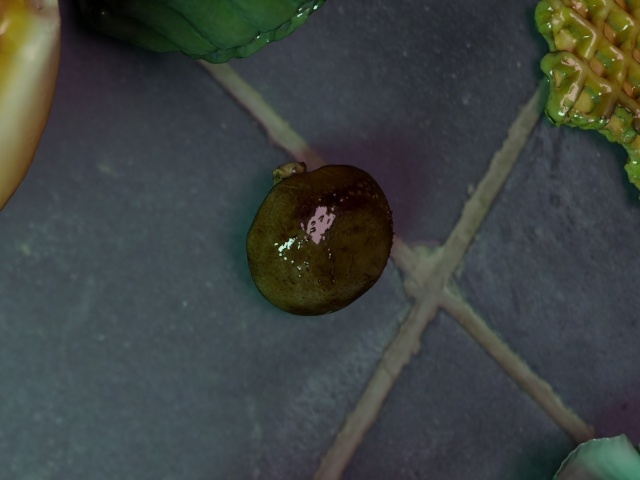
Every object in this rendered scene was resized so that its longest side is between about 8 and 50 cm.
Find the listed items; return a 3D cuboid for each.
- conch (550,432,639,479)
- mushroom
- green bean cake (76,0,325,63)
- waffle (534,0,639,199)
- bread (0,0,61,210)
[{"bbox_3d":[0.255,0.272,0.915,0.172,0.131,0.200,8,47,-8],"label":"conch"},{"bbox_3d":[0.000,0.000,0.820,0.127,0.087,0.127,-14,113,-35],"label":"mushroom"},{"bbox_3d":[-0.068,-0.241,0.724,0.125,0.223,0.227,24,67,-40],"label":"green bean cake"},{"bbox_3d":[0.324,-0.160,1.079,0.291,0.051,0.291,8,75,-33],"label":"waffle"},{"bbox_3d":[-0.326,-0.146,0.490,0.424,0.245,0.329,44,76,-29],"label":"bread"}]
